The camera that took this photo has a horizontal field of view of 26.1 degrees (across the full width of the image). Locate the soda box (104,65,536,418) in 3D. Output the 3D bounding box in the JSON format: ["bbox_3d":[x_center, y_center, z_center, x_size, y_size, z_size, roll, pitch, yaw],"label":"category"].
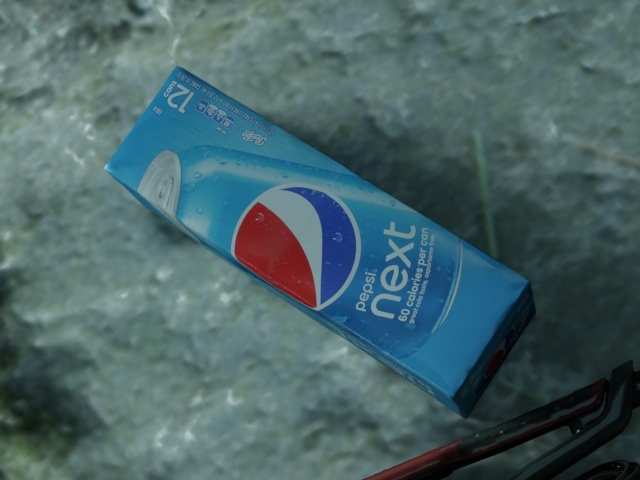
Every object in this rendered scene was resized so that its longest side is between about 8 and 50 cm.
[{"bbox_3d":[0.000,0.000,0.683,0.210,0.071,0.067,32,83,17],"label":"soda box"}]

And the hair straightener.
[{"bbox_3d":[0.095,0.129,0.650,0.230,0.047,0.089,-23,72,0],"label":"hair straightener"}]
